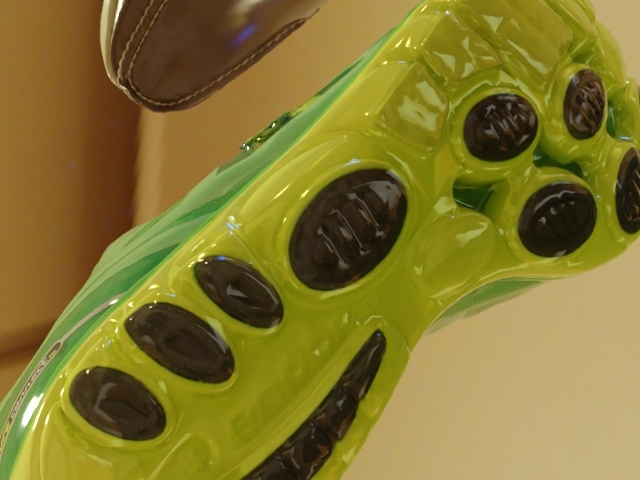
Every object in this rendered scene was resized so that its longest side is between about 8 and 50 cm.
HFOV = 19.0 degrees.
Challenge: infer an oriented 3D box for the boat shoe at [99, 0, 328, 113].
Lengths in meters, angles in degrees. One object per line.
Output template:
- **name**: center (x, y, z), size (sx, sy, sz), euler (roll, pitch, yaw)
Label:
- **boat shoe**: center (-0.014, -0.145, 0.871), size (0.095, 0.095, 0.257), euler (21, -58, -32)

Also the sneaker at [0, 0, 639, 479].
- **sneaker**: center (0.000, 0.000, 0.603), size (0.295, 0.123, 0.109), euler (-37, -74, -37)
